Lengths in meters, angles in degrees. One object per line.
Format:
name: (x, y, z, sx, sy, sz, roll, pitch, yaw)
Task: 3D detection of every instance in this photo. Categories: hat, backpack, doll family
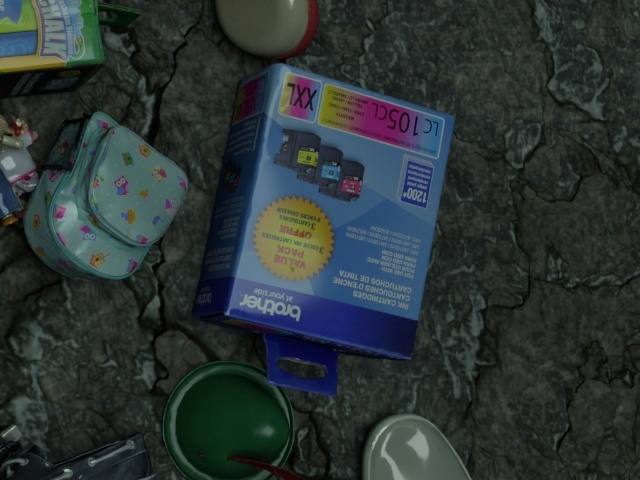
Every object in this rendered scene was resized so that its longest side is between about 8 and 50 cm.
hat: (-0.076, 0.240, 1.673, 0.208, 0.183, 0.173, 16, 79, -20)
backpack: (-0.265, -0.044, 1.633, 0.166, 0.144, 0.188, 38, 69, -36)
doll family: (-0.443, -0.076, 1.590, 0.263, 0.118, 0.163, -28, 98, -23)

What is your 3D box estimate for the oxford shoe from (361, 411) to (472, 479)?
oxford shoe: (0.181, 0.444, 1.788, 0.169, 0.130, 0.449, -18, 91, -20)

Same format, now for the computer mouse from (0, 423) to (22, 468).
computer mouse: (-0.495, 0.200, 1.572, 0.188, 0.072, 0.272, -38, 99, -19)

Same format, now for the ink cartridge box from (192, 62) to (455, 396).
ink cartridge box: (0.000, 0.000, 1.747, 0.270, 0.151, 0.396, 14, 82, -20)

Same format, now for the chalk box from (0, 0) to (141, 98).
chalk box: (-0.367, -0.273, 1.608, 0.288, 0.180, 0.179, -10, 89, -23)

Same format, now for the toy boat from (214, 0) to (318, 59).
toy boat: (-0.052, -0.355, 1.776, 0.151, 0.151, 0.231, 0, 85, -51)

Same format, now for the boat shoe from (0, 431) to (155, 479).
boat shoe: (-0.345, 0.299, 1.605, 0.301, 0.108, 0.102, -11, 90, -24)
